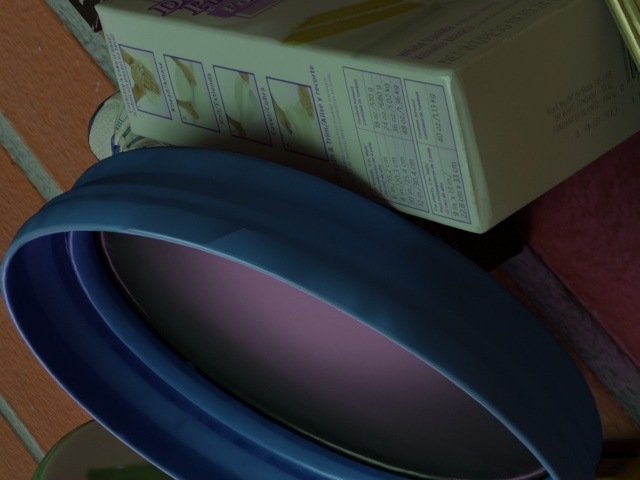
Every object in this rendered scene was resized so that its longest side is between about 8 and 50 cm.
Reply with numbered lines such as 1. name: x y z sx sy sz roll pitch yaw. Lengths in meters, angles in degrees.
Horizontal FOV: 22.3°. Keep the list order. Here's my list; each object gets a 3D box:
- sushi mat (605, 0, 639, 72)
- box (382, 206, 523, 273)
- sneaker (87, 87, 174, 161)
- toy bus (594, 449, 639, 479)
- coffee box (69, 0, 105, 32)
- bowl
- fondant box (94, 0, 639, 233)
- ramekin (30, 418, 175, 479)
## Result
1. sushi mat: 0.238 -0.101 0.826 0.316 0.151 0.019 62 177 -6
2. box: 0.000 0.000 1.202 0.167 0.203 0.168 59 149 0
3. sneaker: -0.144 -0.066 1.433 0.296 0.131 0.112 18 133 50
4. toy bus: 0.244 0.323 1.200 0.108 0.130 0.333 -12 106 59
5. coffee box: -0.206 -0.336 1.292 0.297 0.119 0.168 51 148 15
6. bowl: -0.009 0.085 0.999 0.391 0.077 0.391 23 153 12
7. fondant box: 0.055 -0.128 0.970 0.330 0.238 0.096 17 131 49
8. ramekin: -0.174 0.318 1.667 0.303 0.303 0.148 45 140 22
